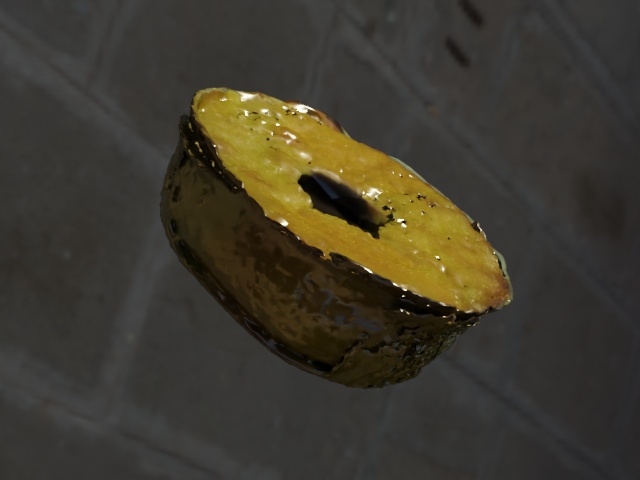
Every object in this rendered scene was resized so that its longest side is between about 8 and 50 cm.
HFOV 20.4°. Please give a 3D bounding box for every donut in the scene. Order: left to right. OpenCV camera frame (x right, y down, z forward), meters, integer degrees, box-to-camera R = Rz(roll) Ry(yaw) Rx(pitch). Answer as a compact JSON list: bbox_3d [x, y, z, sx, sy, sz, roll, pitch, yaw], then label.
[{"bbox_3d":[0.000,0.000,1.291,0.107,0.272,0.272,-56,157,22],"label":"donut"}]
